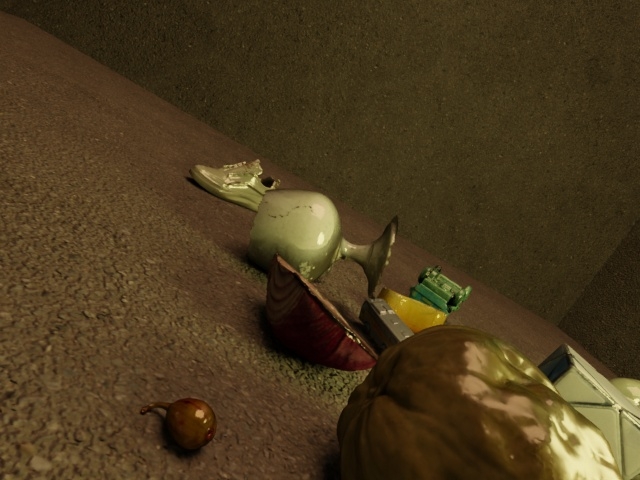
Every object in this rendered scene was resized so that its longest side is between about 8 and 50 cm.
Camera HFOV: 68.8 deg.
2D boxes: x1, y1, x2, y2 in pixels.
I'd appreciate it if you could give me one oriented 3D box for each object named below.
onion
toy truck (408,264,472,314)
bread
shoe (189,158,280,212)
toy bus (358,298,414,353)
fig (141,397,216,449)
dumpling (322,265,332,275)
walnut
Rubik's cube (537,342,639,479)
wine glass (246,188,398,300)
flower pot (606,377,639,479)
[{"bbox_3d":[-0.013,0.157,0.837,0.247,0.111,0.250,48,-6,-19],"label":"onion"},{"bbox_3d":[0.395,0.184,1.572,0.155,0.156,0.278,36,12,22],"label":"toy truck"},{"bbox_3d":[0.245,0.202,1.297,0.245,0.095,0.102,23,5,-36],"label":"bread"},{"bbox_3d":[-0.261,-0.206,1.536,0.316,0.159,0.124,25,14,-41],"label":"shoe"},{"bbox_3d":[0.151,0.202,1.055,0.064,0.075,0.190,-4,28,-22],"label":"toy bus"},{"bbox_3d":[-0.150,0.189,0.498,0.083,0.050,0.050,15,7,17],"label":"fig"},{"bbox_3d":[-0.061,0.014,1.257,0.219,0.108,0.152,29,12,4],"label":"dumpling"},{"bbox_3d":[0.165,0.241,0.536,0.276,0.282,0.253,27,52,2],"label":"walnut"},{"bbox_3d":[0.505,0.364,0.939,0.207,0.205,0.205,46,18,18],"label":"Rubik's cube"},{"bbox_3d":[0.000,0.000,1.106,0.322,0.238,0.238,18,13,-3],"label":"wine glass"},{"bbox_3d":[0.728,0.452,1.130,0.195,0.246,0.246,-1,13,2],"label":"flower pot"}]
